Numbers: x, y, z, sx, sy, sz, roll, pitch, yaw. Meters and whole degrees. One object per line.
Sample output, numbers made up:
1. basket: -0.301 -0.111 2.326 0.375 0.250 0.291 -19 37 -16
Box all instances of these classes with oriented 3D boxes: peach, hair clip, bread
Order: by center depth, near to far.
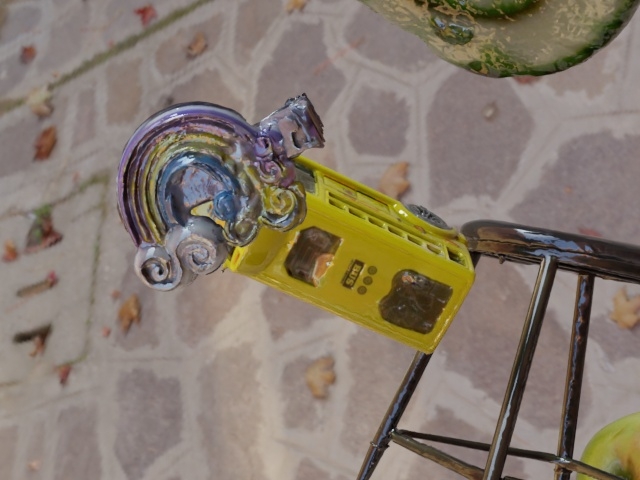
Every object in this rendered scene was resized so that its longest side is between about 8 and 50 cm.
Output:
1. hair clip: -0.076 -0.042 0.730 0.172 0.049 0.116 -29 96 11
2. bread: 0.164 -0.334 1.080 0.366 0.382 0.129 17 60 27
3. peach: 0.566 0.428 1.742 0.281 0.315 0.314 42 119 43

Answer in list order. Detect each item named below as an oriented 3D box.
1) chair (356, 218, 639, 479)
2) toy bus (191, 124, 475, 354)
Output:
1. chair: 0.296 0.196 1.395 0.362 0.364 0.410 -176 97 -70
2. toy bus: 0.000 0.000 1.175 0.144 0.330 0.152 -62 12 17
